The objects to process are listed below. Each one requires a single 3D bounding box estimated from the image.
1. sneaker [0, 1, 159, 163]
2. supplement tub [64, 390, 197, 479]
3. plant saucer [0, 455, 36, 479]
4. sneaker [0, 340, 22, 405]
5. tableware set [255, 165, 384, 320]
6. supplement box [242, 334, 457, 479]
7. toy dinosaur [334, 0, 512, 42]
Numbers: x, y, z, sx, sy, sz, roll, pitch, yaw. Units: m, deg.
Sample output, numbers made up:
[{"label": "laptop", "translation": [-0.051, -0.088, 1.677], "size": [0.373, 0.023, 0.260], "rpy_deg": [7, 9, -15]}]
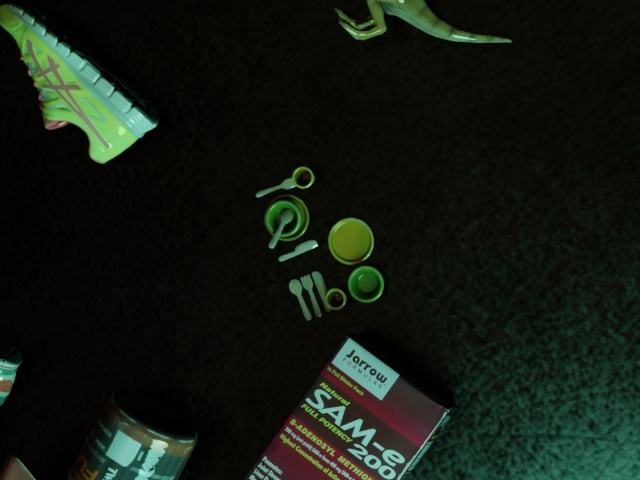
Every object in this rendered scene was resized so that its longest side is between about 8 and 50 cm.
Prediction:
[{"label": "sneaker", "translation": [-0.271, -0.164, 1.580], "size": [0.208, 0.081, 0.094], "rpy_deg": [44, 105, 8]}, {"label": "supplement tub", "translation": [-0.214, 0.263, 1.573], "size": [0.106, 0.106, 0.198], "rpy_deg": [30, 99, 12]}, {"label": "plant saucer", "translation": [-0.286, 0.378, 1.555], "size": [0.259, 0.047, 0.258], "rpy_deg": [48, 139, 7]}, {"label": "sneaker", "translation": [-0.406, 0.134, 1.631], "size": [0.161, 0.057, 0.075], "rpy_deg": [17, 108, -3]}, {"label": "tableware set", "translation": [0.000, 0.000, 1.544], "size": [0.104, 0.024, 0.154], "rpy_deg": [-22, 87, 15]}, {"label": "supplement box", "translation": [0.014, 0.226, 1.514], "size": [0.130, 0.073, 0.239], "rpy_deg": [35, 93, 11]}, {"label": "toy dinosaur", "translation": [0.075, -0.240, 1.492], "size": [0.112, 0.064, 0.211], "rpy_deg": [-41, 83, 12]}]
